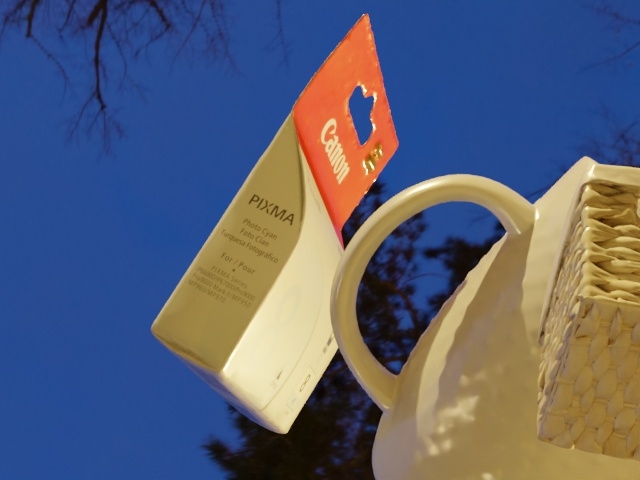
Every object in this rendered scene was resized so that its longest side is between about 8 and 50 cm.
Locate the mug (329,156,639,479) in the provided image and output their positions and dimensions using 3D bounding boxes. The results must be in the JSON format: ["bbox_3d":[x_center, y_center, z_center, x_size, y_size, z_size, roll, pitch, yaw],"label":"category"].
[{"bbox_3d":[0.179,0.106,0.886,0.374,0.276,0.328,42,-80,-5],"label":"mug"}]

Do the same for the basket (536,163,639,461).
[{"bbox_3d":[0.196,0.052,0.613,0.113,0.167,0.103,9,-130,8],"label":"basket"}]

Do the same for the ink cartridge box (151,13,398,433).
[{"bbox_3d":[0.000,0.000,1.089,0.091,0.308,0.385,29,-104,20],"label":"ink cartridge box"}]
